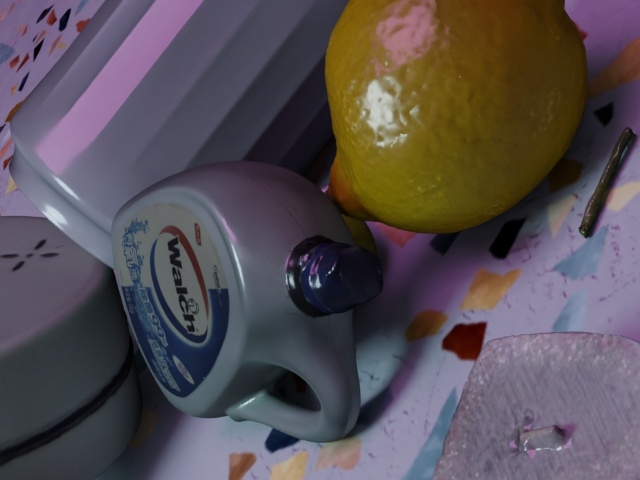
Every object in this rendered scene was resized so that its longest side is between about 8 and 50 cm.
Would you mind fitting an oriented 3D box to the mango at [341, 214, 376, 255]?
[{"bbox_3d":[0.000,0.000,1.194,0.108,0.056,0.073,26,114,39],"label":"mango"}]

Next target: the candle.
[{"bbox_3d":[0.132,0.122,0.853,0.192,0.068,0.168,-43,33,20],"label":"candle"}]

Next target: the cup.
[{"bbox_3d":[-0.078,-0.112,1.322,0.323,0.237,0.327,42,97,33],"label":"cup"}]

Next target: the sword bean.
[{"bbox_3d":[0.190,-0.039,1.002,0.012,0.012,0.083,4,65,60],"label":"sword bean"}]

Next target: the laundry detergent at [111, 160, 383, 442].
[{"bbox_3d":[-0.041,0.046,1.108,0.105,0.215,0.280,-21,11,-33],"label":"laundry detergent"}]

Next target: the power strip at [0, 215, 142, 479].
[{"bbox_3d":[-0.327,0.111,1.341,0.357,0.161,0.357,-8,24,4],"label":"power strip"}]

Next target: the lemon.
[{"bbox_3d":[0.090,-0.106,1.053,0.244,0.187,0.187,-55,25,23],"label":"lemon"}]
